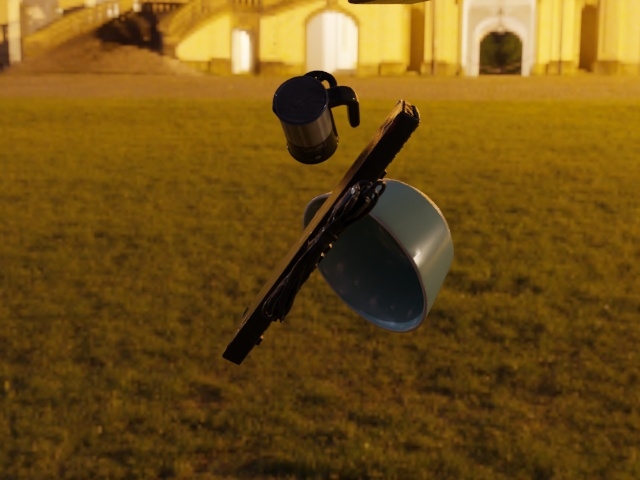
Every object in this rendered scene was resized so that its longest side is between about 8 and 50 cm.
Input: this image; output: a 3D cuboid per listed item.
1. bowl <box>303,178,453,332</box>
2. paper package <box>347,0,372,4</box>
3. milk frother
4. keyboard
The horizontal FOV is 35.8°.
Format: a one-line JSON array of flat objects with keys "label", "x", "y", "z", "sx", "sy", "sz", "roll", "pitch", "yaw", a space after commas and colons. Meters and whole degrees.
[{"label": "bowl", "x": 0.131, "y": 0.004, "z": 1.895, "sx": 0.163, "sy": 0.311, "sz": 0.312, "roll": -39, "pitch": 29, "yaw": -28}, {"label": "paper package", "x": 0.217, "y": -0.520, "z": 1.732, "sx": 0.310, "sy": 0.168, "sz": 0.325, "roll": -6, "pitch": 11, "yaw": 27}, {"label": "milk frother", "x": -0.019, "y": -0.215, "z": 1.517, "sx": 0.129, "sy": 0.143, "sz": 0.134, "roll": -33, "pitch": -22, "yaw": -6}, {"label": "keyboard", "x": 0.000, "y": 0.000, "z": 0.994, "sx": 0.033, "sy": 0.317, "sz": 0.201, "roll": 34, "pitch": 17, "yaw": -4}]
